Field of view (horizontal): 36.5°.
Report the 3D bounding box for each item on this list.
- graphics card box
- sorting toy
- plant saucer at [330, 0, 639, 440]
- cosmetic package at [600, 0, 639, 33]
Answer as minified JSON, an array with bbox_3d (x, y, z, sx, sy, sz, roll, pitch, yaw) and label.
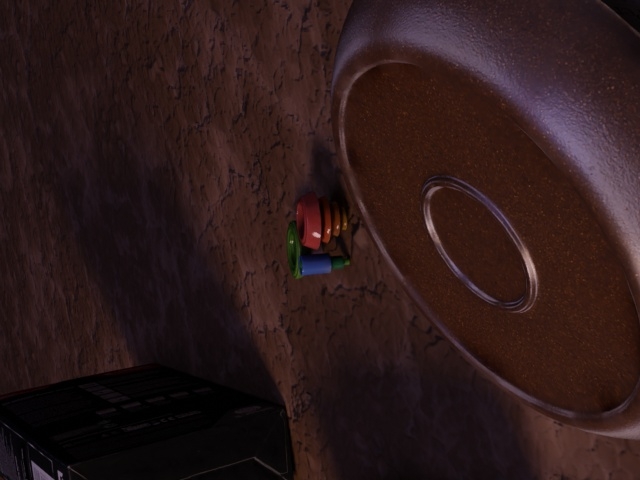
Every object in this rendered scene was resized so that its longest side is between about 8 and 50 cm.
[{"bbox_3d":[-0.218,0.222,1.079,0.371,0.233,0.094,0,98,58],"label":"graphics card box"},{"bbox_3d":[0.000,0.000,0.823,0.102,0.042,0.061,112,152,-62],"label":"sorting toy"},{"bbox_3d":[0.099,-0.008,0.526,0.310,0.050,0.310,46,158,25],"label":"plant saucer"},{"bbox_3d":[0.002,-0.228,0.482,0.377,0.284,0.097,29,87,51],"label":"cosmetic package"}]
